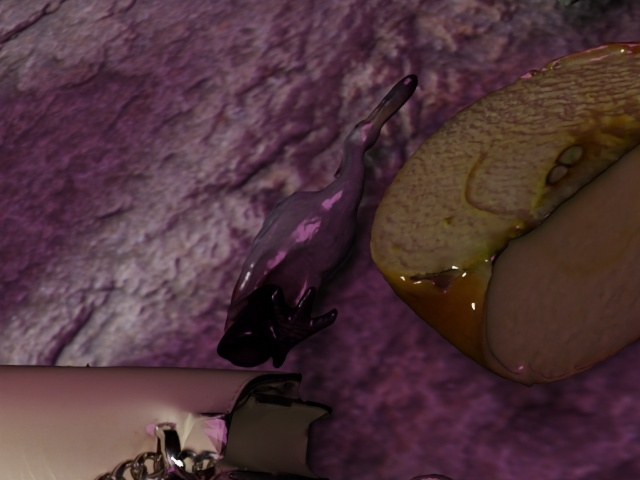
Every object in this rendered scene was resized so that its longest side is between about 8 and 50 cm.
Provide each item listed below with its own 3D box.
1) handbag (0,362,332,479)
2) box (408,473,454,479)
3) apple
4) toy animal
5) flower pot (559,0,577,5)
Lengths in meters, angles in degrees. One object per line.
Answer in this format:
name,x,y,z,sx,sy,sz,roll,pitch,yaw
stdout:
handbag,-0.189,0.185,0.572,0.358,0.237,0.160,-3,69,18
box,0.051,0.333,0.464,0.290,0.166,0.220,-43,62,0
apple,0.212,-0.039,0.558,0.346,0.179,0.254,-37,80,-7
toy animal,-0.006,-0.004,0.656,0.195,0.090,0.324,-27,30,53
flower pot,0.313,-0.389,0.629,0.283,0.299,0.299,-31,61,19
